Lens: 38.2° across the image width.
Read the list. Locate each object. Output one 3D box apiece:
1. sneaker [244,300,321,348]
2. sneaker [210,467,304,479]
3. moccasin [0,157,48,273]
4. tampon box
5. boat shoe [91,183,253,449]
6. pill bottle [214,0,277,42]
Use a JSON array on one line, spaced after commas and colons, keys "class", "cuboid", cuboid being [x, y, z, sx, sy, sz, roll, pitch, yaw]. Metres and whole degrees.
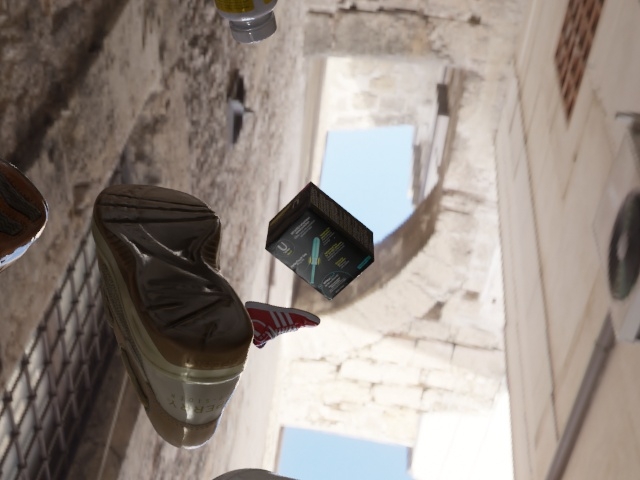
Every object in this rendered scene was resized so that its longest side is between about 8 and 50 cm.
[{"class": "sneaker", "cuboid": [-0.062, 0.134, 1.389, 0.118, 0.042, 0.067, 10, -114, 3]}, {"class": "sneaker", "cuboid": [-0.034, 0.353, 1.205, 0.123, 0.106, 0.290, -8, 166, 44]}, {"class": "moccasin", "cuboid": [-0.415, 0.052, 0.895, 0.380, 0.139, 0.147, -18, -148, 31]}, {"class": "tampon box", "cuboid": [0.000, 0.000, 1.654, 0.161, 0.120, 0.101, 39, -156, -19]}, {"class": "boat shoe", "cuboid": [-0.127, 0.043, 0.742, 0.109, 0.098, 0.302, 3, -154, -22]}, {"class": "pill bottle", "cuboid": [-0.077, -0.256, 0.908, 0.065, 0.116, 0.065, -8, -140, 6]}]
